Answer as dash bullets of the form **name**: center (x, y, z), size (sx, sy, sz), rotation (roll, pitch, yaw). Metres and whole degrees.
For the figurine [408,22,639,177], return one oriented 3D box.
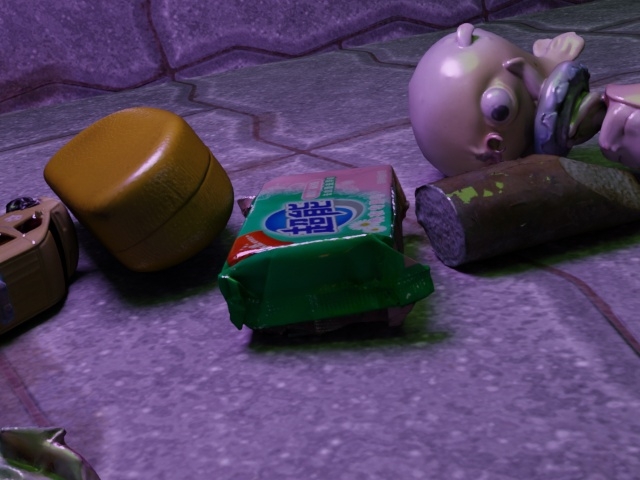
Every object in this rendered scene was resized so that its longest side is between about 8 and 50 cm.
- **figurine**: center (0.321, -0.182, 1.060), size (0.395, 0.226, 0.274), rotation (15, 56, 26)

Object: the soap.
- **soap**: center (0.001, 0.002, 0.845), size (0.218, 0.098, 0.273), rotation (-11, 18, 9)

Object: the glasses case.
- **glasses case**: center (-0.219, -0.066, 1.012), size (0.173, 0.141, 0.371), rotation (-43, 27, -12)

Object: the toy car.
- **toy car**: center (-0.345, 0.039, 0.863), size (0.125, 0.101, 0.257), rotation (10, 29, 32)

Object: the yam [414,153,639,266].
- **yam**: center (0.239, -0.043, 0.878), size (0.259, 0.106, 0.106), rotation (-15, 22, -14)

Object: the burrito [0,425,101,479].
- **burrito**: center (-0.193, 0.197, 0.431), size (0.144, 0.089, 0.229), rotation (20, 33, 25)
